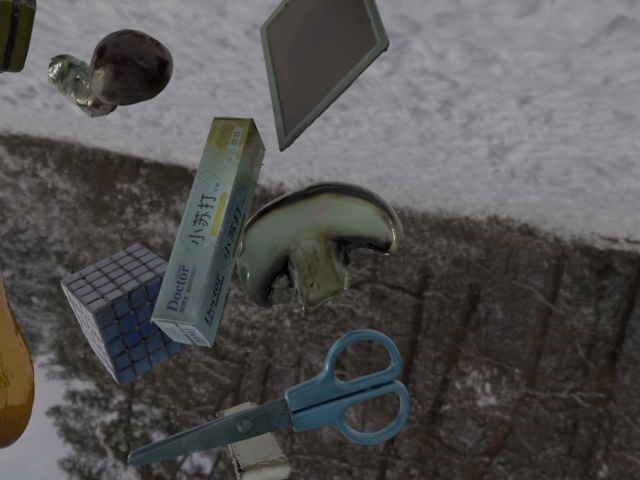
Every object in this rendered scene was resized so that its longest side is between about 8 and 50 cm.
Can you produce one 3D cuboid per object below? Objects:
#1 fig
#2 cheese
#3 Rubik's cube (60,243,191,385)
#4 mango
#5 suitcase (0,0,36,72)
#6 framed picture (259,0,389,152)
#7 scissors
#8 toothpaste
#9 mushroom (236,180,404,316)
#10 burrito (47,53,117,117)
[{"bbox_3d":[-0.293,-0.241,1.057,0.109,0.154,0.103,45,-151,-10],"label":"fig"},{"bbox_3d":[-0.120,0.337,1.213,0.085,0.034,0.400,-9,-176,-13],"label":"cheese"},{"bbox_3d":[-0.484,0.179,1.821,0.237,0.237,0.238,-30,-148,-26],"label":"Rubik's cube"},{"bbox_3d":[-0.591,0.188,1.226,0.144,0.360,0.187,-23,168,11],"label":"mango"},{"bbox_3d":[-0.797,-0.527,1.704,0.193,0.235,0.143,26,-163,28],"label":"suitcase"},{"bbox_3d":[-0.002,-0.300,1.053,0.019,0.296,0.232,22,133,-36],"label":"framed picture"},{"bbox_3d":[-0.078,0.275,1.112,0.446,0.193,0.029,-15,-166,-9],"label":"scissors"},{"bbox_3d":[-0.146,-0.018,0.961,0.070,0.313,0.089,6,154,13],"label":"toothpaste"},{"bbox_3d":[-0.007,-0.005,1.192,0.267,0.190,0.164,-35,-173,9],"label":"mushroom"},{"bbox_3d":[-0.508,-0.334,1.519,0.066,0.096,0.309,10,-165,-43],"label":"burrito"}]
